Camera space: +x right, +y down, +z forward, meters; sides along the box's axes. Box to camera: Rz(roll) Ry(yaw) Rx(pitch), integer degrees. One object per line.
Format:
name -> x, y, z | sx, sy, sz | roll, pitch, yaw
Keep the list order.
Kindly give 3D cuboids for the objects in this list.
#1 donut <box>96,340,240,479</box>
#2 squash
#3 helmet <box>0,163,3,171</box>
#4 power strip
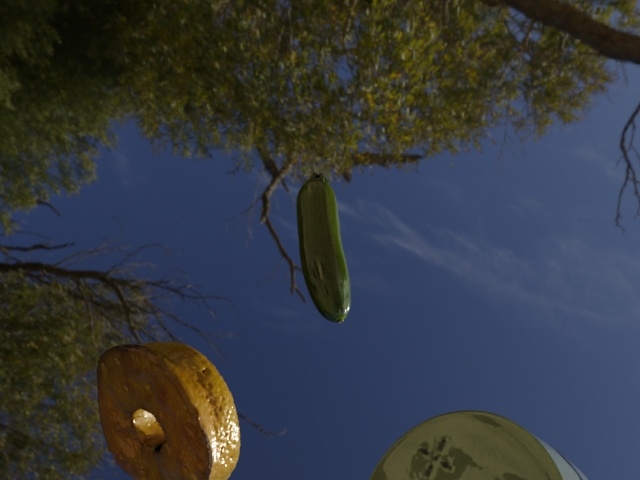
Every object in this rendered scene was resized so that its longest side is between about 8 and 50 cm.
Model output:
donut -> -0.249, 0.293, 1.077 | 0.303, 0.303, 0.110 | 32, -149, 33
squash -> 0.000, 0.000, 0.958 | 0.069, 0.069, 0.258 | -9, -122, 0
helmet -> -0.706, -0.108, 1.164 | 0.253, 0.154, 0.198 | -7, -129, -1
power strip -> 0.221, 0.421, 0.935 | 0.357, 0.161, 0.357 | -27, -137, 29
